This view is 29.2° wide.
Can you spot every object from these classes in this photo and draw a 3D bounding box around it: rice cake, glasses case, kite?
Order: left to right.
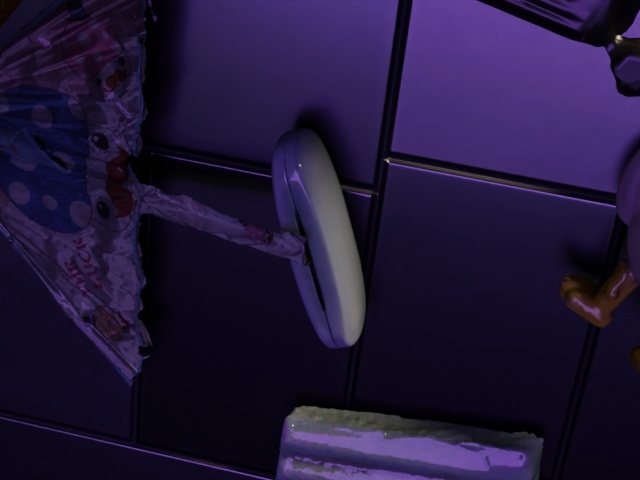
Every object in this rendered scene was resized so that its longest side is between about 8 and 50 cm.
[{"bbox_3d":[-0.175,-0.047,0.955,0.368,0.014,0.406,18,126,18],"label":"kite"},{"bbox_3d":[0.000,0.000,0.946,0.045,0.067,0.179,-7,115,18],"label":"glasses case"},{"bbox_3d":[0.072,0.189,1.044,0.226,0.040,0.085,7,119,11],"label":"rice cake"}]

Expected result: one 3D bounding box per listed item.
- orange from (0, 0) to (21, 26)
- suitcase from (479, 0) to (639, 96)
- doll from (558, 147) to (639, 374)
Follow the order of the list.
[{"bbox_3d":[-0.268,-0.256,0.784,0.183,0.249,0.249,16,120,-2],"label":"orange"},{"bbox_3d":[0.065,-0.246,0.705,0.335,0.230,0.152,23,120,1],"label":"suitcase"},{"bbox_3d":[0.309,-0.054,0.817,0.160,0.094,0.365,48,128,19],"label":"doll"}]
